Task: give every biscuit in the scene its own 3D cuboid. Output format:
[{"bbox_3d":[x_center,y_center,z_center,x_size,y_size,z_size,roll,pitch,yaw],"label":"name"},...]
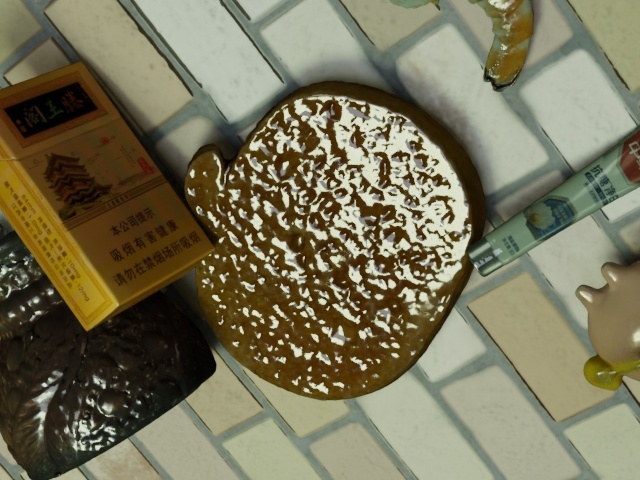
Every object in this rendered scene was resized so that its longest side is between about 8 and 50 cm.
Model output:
[{"bbox_3d":[0.002,-0.004,1.553,0.350,0.070,0.394,34,119,0],"label":"biscuit"}]

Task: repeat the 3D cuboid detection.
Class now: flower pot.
[{"bbox_3d":[-0.296,0.107,1.599,0.267,0.266,0.267,-28,95,26],"label":"flower pot"}]

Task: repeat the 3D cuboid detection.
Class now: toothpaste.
[{"bbox_3d":[0.265,-0.039,1.448,0.239,0.039,0.062,-33,103,6],"label":"toothpaste"}]

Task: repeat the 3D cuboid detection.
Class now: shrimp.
[{"bbox_3d":[0.144,-0.231,1.417,0.161,0.049,0.166,-5,122,17],"label":"shrimp"}]

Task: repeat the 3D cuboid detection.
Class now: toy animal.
[{"bbox_3d":[0.387,0.116,1.462,0.248,0.149,0.165,36,137,-11],"label":"toy animal"}]

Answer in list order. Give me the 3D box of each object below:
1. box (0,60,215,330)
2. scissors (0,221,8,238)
[{"bbox_3d":[-0.265,-0.054,1.505,0.076,0.174,0.274,-38,86,39],"label":"box"},{"bbox_3d":[-0.443,0.073,1.742,0.118,0.030,0.242,26,122,1],"label":"scissors"}]
